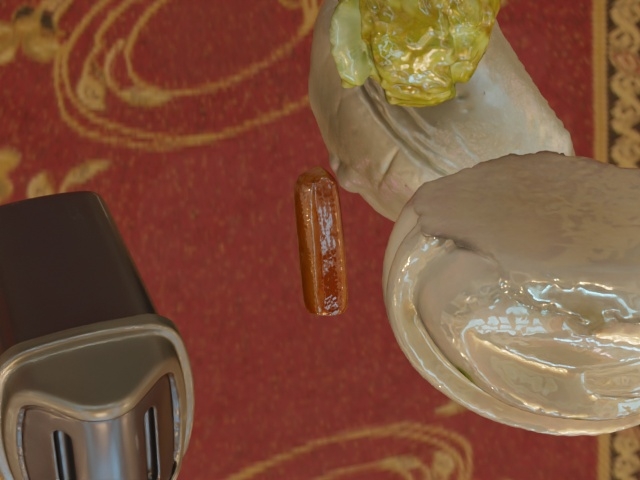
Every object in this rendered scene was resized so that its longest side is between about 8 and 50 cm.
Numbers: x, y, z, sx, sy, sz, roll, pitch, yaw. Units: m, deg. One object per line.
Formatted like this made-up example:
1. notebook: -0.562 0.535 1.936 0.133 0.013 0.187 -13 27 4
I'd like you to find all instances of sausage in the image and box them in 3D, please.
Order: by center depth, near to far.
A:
1. sausage: 0.000 0.000 1.307 0.041 0.039 0.131 -9 101 -19

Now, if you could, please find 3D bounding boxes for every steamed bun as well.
1. steamed bun: 0.121 0.030 0.734 0.182 0.183 0.106 1 115 -8
2. steamed bun: 0.111 -0.169 1.737 0.236 0.383 0.247 -26 166 -11

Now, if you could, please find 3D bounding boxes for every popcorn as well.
1. popcorn: 0.096 -0.248 1.505 0.183 0.221 0.204 4 155 1

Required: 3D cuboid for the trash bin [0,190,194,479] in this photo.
1. trash bin: -0.223 0.108 1.357 0.182 0.290 0.209 -13 134 -15
